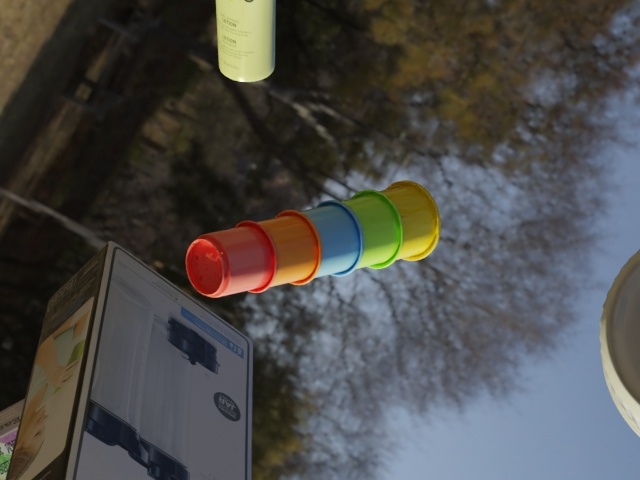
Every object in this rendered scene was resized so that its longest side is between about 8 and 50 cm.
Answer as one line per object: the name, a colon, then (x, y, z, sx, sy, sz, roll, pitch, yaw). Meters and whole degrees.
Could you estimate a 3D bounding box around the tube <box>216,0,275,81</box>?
tube: (-0.078, -0.274, 1.271, 0.062, 0.070, 0.240, -97, -173, -46)

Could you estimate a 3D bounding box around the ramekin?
ramekin: (0.417, 0.104, 1.305, 0.273, 0.273, 0.127, -62, 152, 0)

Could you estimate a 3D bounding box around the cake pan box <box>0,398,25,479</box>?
cake pan box: (-0.284, 0.290, 1.117, 0.267, 0.246, 0.070, -27, -159, -18)

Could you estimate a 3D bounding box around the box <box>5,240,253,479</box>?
box: (-0.139, 0.150, 0.966, 0.087, 0.169, 0.290, -41, -154, 23)

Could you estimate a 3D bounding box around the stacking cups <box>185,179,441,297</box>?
stacking cups: (0.000, 0.000, 1.331, 0.316, 0.096, 0.096, -13, 145, -48)
